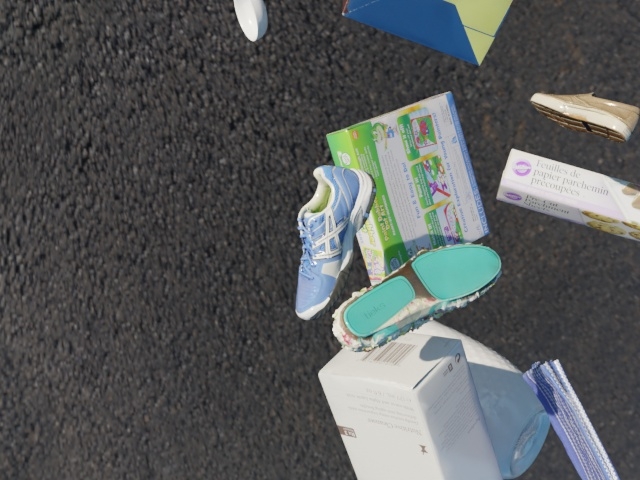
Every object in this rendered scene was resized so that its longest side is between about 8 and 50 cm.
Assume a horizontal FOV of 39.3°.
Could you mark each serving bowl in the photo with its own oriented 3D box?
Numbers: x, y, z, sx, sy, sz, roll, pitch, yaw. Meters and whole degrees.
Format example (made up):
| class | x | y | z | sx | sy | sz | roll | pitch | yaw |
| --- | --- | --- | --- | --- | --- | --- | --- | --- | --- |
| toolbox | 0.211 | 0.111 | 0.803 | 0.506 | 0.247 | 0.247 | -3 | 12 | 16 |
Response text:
| class | x | y | z | sx | sy | sz | roll | pitch | yaw |
| --- | --- | --- | --- | --- | --- | --- | --- | --- | --- |
| serving bowl | -0.097 | -0.333 | 1.297 | 0.027 | 0.083 | 0.083 | -22 | 124 | -18 |

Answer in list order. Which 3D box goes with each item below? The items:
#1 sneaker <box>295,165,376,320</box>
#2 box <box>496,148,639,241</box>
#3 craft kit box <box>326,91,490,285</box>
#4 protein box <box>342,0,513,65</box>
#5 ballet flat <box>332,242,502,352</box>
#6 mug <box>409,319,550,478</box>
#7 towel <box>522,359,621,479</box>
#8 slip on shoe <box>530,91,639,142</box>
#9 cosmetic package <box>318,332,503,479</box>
| class | x | y | z | sx | sy | sz | roll | pitch | yaw |
| --- | --- | --- | --- | --- | --- | --- | --- | --- | --- |
| sneaker | 0.000 | 0.000 | 1.180 | 0.081 | 0.080 | 0.211 | 19 | 85 | -32 |
| box | 0.420 | -0.050 | 1.295 | 0.323 | 0.067 | 0.063 | 18 | 73 | 9 |
| craft kit box | 0.147 | -0.085 | 1.427 | 0.246 | 0.061 | 0.250 | -25 | 102 | -40 |
| protein box | 0.145 | -0.366 | 1.198 | 0.199 | 0.201 | 0.136 | 18 | 127 | -10 |
| ballet flat | 0.116 | 0.071 | 1.130 | 0.240 | 0.091 | 0.077 | -21 | 159 | -19 |
| mug | 0.290 | 0.399 | 1.926 | 0.276 | 0.328 | 0.374 | 21 | 93 | -54 |
| towel | 0.412 | 0.311 | 1.474 | 0.040 | 0.243 | 0.336 | -27 | 167 | 4 |
| slip on shoe | 0.317 | -0.157 | 1.075 | 0.051 | 0.135 | 0.041 | 36 | 84 | -46 |
| cosmetic package | 0.170 | 0.355 | 1.558 | 0.156 | 0.217 | 0.385 | -37 | 117 | -39 |
